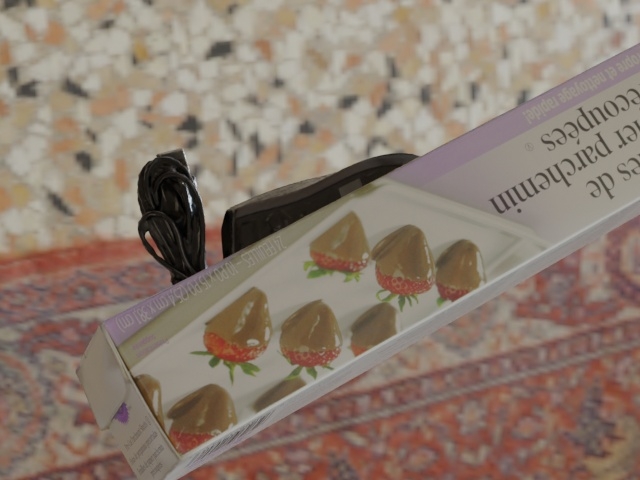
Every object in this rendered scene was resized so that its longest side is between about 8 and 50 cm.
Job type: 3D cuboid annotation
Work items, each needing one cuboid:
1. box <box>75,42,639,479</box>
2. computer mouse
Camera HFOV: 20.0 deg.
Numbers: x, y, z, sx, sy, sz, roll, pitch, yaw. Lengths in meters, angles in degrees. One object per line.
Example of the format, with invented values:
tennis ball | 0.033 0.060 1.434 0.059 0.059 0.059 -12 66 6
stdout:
box | 0.050 0.000 0.771 0.324 0.067 0.063 -28 81 -24
computer mouse | 0.000 0.000 1.409 0.072 0.272 0.188 -23 101 -68
